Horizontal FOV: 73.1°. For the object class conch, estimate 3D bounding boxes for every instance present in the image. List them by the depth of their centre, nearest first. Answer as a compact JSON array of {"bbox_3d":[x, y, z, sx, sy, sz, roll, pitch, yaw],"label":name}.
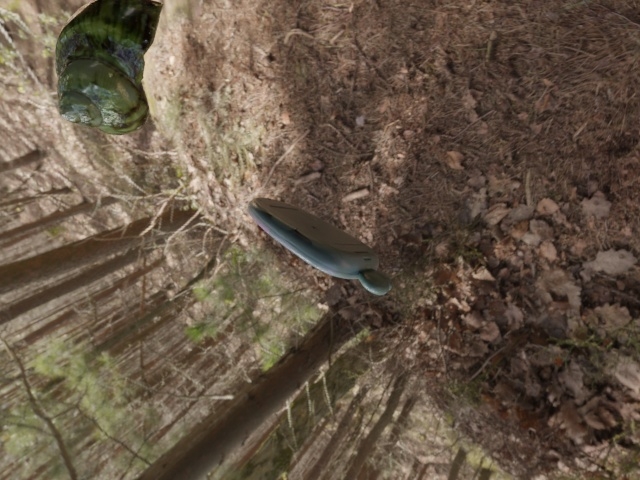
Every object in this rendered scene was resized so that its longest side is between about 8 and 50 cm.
[{"bbox_3d":[-0.293,-0.240,0.598,0.187,0.124,0.181,-34,58,44],"label":"conch"}]

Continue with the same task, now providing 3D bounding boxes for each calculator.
[{"bbox_3d":[0.000,0.000,0.734,0.299,0.185,0.041,33,106,30],"label":"calculator"}]
